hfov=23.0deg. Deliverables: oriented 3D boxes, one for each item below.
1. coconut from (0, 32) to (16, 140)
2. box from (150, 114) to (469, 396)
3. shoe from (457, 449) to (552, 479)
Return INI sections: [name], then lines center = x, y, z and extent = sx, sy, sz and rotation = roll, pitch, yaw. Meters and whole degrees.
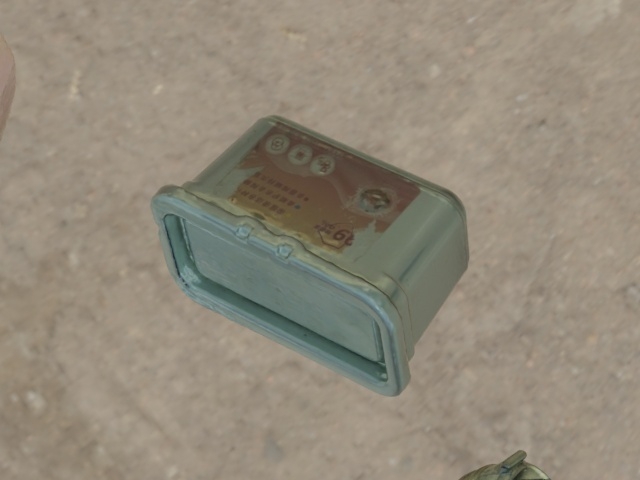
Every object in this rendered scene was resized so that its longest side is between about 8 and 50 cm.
[coconut]
center = -0.231, -0.067, 0.790
extent = 0.147, 0.152, 0.147
rotation = 9, 146, 6
[box]
center = 0.000, 0.000, 1.645
extent = 0.312, 0.182, 0.175
rotation = 25, 148, 26
[shoe]
center = 0.211, 0.306, 1.357
extent = 0.275, 0.103, 0.098
rotation = 57, 149, 17
